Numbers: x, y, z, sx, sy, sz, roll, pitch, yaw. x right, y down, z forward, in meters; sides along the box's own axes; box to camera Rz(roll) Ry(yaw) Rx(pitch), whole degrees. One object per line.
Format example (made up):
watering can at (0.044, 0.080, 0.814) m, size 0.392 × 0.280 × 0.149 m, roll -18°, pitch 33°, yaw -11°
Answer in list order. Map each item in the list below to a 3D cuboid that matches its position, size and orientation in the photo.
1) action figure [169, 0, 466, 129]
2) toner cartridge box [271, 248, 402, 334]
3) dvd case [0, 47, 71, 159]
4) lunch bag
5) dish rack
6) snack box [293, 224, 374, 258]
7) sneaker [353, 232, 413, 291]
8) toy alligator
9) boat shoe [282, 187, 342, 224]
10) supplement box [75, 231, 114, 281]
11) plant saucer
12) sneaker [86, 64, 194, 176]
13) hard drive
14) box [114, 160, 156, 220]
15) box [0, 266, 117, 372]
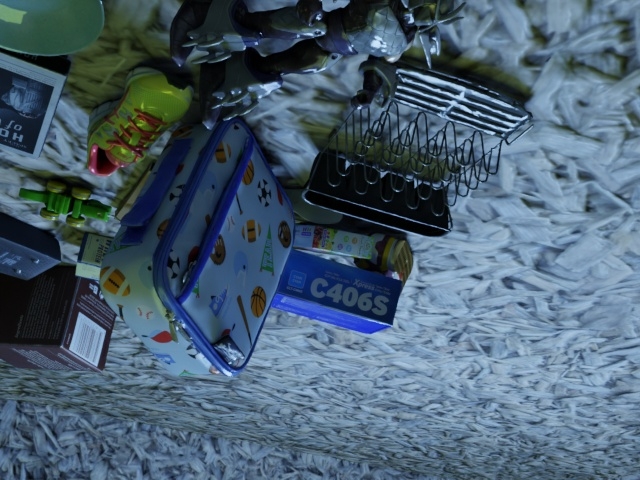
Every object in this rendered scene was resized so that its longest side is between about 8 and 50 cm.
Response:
action figure at (0.002, -0.195, 0.789) m, size 0.285 × 0.099 × 0.185 m, roll -8°, pitch 143°, yaw 21°
toner cartridge box at (-0.062, 0.060, 1.253) m, size 0.348 × 0.075 × 0.165 m, roll 16°, pitch 166°, yaw -6°
dvd case at (-0.420, -0.186, 1.006) m, size 0.179 × 0.029 × 0.239 m, roll 18°, pitch 153°, yaw -20°
lunch bag at (-0.141, 0.008, 0.999) m, size 0.115 × 0.303 × 0.243 m, roll -3°, pitch 138°, yaw 23°
dish rack at (0.115, -0.103, 0.979) m, size 0.208 × 0.074 × 0.271 m, roll 14°, pitch 154°, yaw -16°
snack box at (0.000, 0.000, 1.210) m, size 0.100 × 0.037 × 0.141 m, roll 9°, pitch 178°, yaw -28°
sneaker at (0.098, 0.034, 1.304) m, size 0.084 × 0.069 × 0.185 m, roll 20°, pitch 160°, yaw 17°
toy alligator at (-0.365, -0.053, 1.253) m, size 0.190 × 0.056 × 0.051 m, roll 15°, pitch -165°, yaw -10°
boat shoe at (-0.036, -0.048, 1.173) m, size 0.137 × 0.049 × 0.043 m, roll 12°, pitch 158°, yaw -3°
supplement box at (-0.386, 0.034, 1.439) m, size 0.083 × 0.056 × 0.083 m, roll 14°, pitch 155°, yaw -14°
plant saucer at (-0.308, -0.258, 0.807) m, size 0.195 × 0.037 × 0.195 m, roll 7°, pitch 155°, yaw 3°
sneaker at (-0.222, -0.135, 0.983) m, size 0.082 × 0.094 × 0.208 m, roll 25°, pitch 149°, yaw -30°
hard drive at (-0.596, -0.007, 1.414) m, size 0.255 × 0.054 × 0.172 m, roll 25°, pitch 150°, yaw -33°
box at (-0.214, -0.050, 1.250) m, size 0.165 × 0.021 × 0.201 m, roll 18°, pitch 154°, yaw -22°
box at (-0.541, 0.158, 1.618) m, size 0.203 × 0.167 × 0.168 m, roll 1°, pitch 155°, yaw 15°
